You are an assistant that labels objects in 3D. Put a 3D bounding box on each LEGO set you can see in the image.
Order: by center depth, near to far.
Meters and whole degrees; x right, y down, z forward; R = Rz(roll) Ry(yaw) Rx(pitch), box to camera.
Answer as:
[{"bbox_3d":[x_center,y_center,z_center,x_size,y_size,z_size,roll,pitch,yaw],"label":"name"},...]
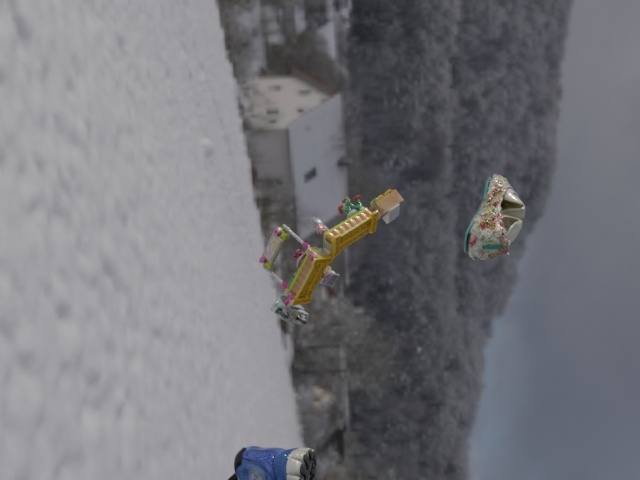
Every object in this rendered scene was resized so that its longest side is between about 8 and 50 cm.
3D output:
[{"bbox_3d":[0.000,0.000,1.643,0.107,0.287,0.132,41,4,29],"label":"LEGO set"}]

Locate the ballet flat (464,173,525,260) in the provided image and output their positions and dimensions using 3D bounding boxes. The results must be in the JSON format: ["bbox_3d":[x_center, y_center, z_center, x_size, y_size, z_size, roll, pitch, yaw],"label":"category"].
[{"bbox_3d":[0.295,-0.035,1.643,0.241,0.077,0.091,-59,148,-53],"label":"ballet flat"}]

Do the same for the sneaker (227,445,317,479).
[{"bbox_3d":[-0.089,0.436,1.634,0.129,0.147,0.330,-65,164,-47],"label":"sneaker"}]
